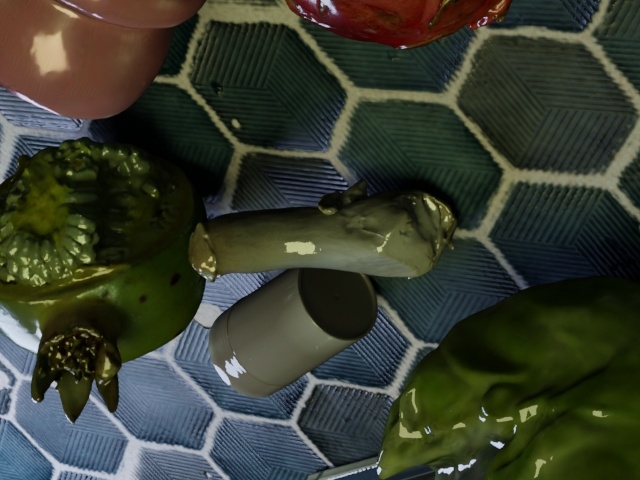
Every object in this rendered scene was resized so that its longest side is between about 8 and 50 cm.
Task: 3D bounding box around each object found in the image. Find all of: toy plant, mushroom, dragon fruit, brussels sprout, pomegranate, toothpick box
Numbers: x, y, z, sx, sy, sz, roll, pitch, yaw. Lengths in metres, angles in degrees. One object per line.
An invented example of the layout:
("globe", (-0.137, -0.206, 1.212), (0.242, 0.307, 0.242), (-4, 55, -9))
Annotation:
("toy plant", (-0.210, -0.304, 1.688), (0.317, 0.210, 0.356), (32, 126, 5))
("mushroom", (0.001, -0.001, 1.874), (0.278, 0.096, 0.099), (-4, 118, 9))
("dragon fruit", (0.057, -0.272, 1.521), (0.241, 0.252, 0.241), (2, 94, 35))
("brussels sprout", (0.287, 0.229, 1.776), (0.361, 0.342, 0.425), (-44, 62, 12))
("pomegranate", (-0.246, 0.040, 1.950), (0.260, 0.341, 0.260), (2, 140, 2))
("toothpick box", (-0.033, 0.093, 2.011), (0.111, 0.111, 0.180), (44, 137, -11))

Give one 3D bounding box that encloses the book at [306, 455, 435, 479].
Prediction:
("book", (0.129, 0.325, 2.189), (0.269, 0.025, 0.191), (-22, 115, 43))
